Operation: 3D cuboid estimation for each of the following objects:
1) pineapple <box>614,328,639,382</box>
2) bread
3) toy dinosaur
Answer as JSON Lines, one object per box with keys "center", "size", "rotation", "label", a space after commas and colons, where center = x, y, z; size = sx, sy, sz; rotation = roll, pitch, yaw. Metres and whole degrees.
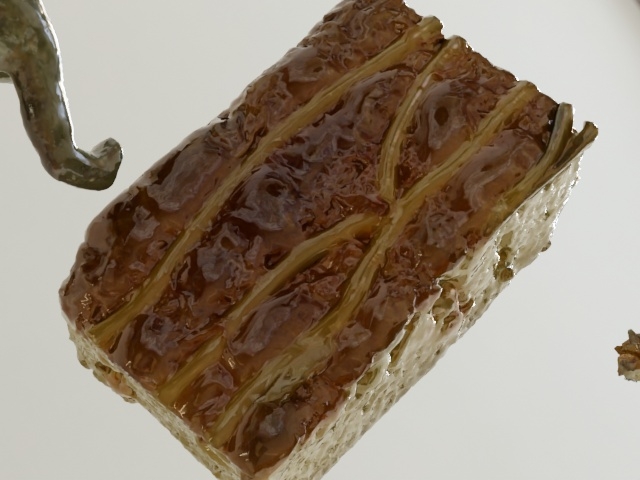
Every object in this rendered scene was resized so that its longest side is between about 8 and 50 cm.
{"center": [0.177, 0.055, 0.838], "size": [0.083, 0.045, 0.019], "rotation": [18, -132, -37], "label": "pineapple"}
{"center": [0.000, 0.000, 0.993], "size": [0.185, 0.114, 0.275], "rotation": [37, -108, 25], "label": "bread"}
{"center": [-0.184, -0.144, 0.925], "size": [0.162, 0.077, 0.294], "rotation": [26, -133, -53], "label": "toy dinosaur"}
